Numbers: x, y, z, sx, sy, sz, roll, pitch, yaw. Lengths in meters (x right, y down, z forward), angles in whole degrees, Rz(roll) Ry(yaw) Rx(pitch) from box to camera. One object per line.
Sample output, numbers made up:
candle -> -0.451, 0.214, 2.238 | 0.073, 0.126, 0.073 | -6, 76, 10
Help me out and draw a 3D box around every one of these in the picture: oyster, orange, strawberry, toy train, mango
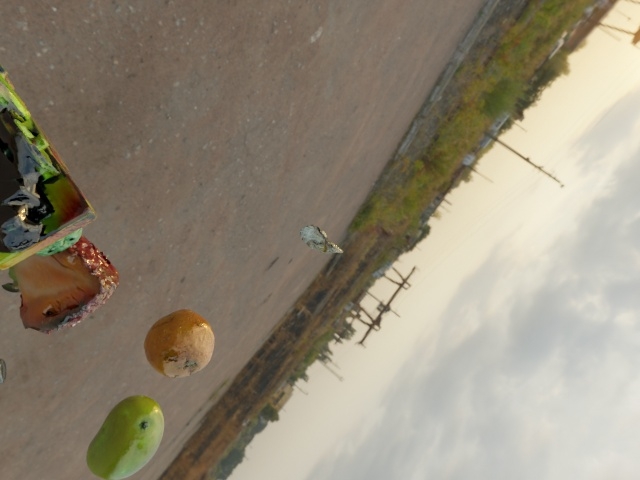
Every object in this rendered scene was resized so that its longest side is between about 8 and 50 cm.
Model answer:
oyster -> 0.000, 0.000, 1.332 | 0.122, 0.146, 0.045 | 88, 27, -66
orange -> -0.517, 0.376, 1.549 | 0.246, 0.246, 0.246 | -50, 172, -10
strawberry -> -0.308, 0.039, 0.510 | 0.192, 0.140, 0.085 | -33, 169, 29
toy train -> -0.304, -0.106, 0.363 | 0.100, 0.296, 0.160 | -35, 171, -16
mango -> -0.550, 0.569, 1.197 | 0.273, 0.185, 0.149 | -55, 144, 7

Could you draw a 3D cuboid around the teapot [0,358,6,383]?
teapot -> -0.539, 0.209, 0.647 | 0.083, 0.049, 0.063 | -6, 166, -26
